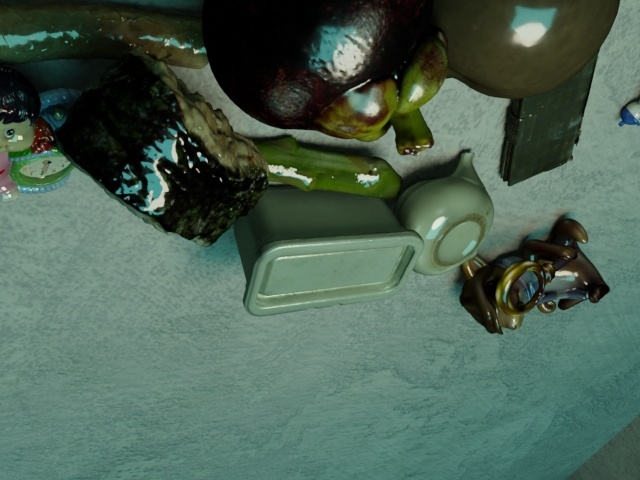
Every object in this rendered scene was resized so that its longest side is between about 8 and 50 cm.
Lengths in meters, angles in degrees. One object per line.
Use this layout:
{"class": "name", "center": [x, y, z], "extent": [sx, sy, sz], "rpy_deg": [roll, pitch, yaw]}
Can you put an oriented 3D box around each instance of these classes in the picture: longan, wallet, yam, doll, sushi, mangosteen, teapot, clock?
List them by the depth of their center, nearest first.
{"class": "mangosteen", "center": [0.018, -0.267, 0.814], "extent": [0.313, 0.297, 0.297], "rpy_deg": [6, 133, -18]}
{"class": "yam", "center": [-0.302, -0.252, 0.833], "extent": [0.357, 0.081, 0.081], "rpy_deg": [-3, 136, -24]}
{"class": "clock", "center": [-0.387, -0.138, 0.854], "extent": [0.194, 0.100, 0.195], "rpy_deg": [-14, 161, -37]}
{"class": "sushi", "center": [-0.186, -0.108, 0.868], "extent": [0.171, 0.211, 0.350], "rpy_deg": [-52, 165, -1]}
{"class": "longan", "center": [0.263, -0.318, 0.933], "extent": [0.300, 0.243, 0.300], "rpy_deg": [-6, 141, -5]}
{"class": "wallet", "center": [0.427, -0.242, 1.265], "extent": [0.169, 0.044, 0.317], "rpy_deg": [-23, 143, -9]}
{"class": "doll", "center": [0.658, -0.277, 1.344], "extent": [0.143, 0.057, 0.099], "rpy_deg": [-40, 155, 25]}
{"class": "teapot", "center": [0.242, -0.009, 1.344], "extent": [0.220, 0.149, 0.318], "rpy_deg": [-28, 141, -11]}
{"class": "doll", "center": [0.499, 0.106, 1.568], "extent": [0.340, 0.209, 0.318], "rpy_deg": [-15, 137, -9]}

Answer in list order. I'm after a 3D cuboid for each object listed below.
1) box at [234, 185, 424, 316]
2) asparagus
{"class": "box", "center": [0.000, 0.000, 1.197], "extent": [0.312, 0.182, 0.175], "rpy_deg": [-4, 137, -24]}
{"class": "asparagus", "center": [-0.020, -0.122, 1.131], "extent": [0.343, 0.085, 0.082], "rpy_deg": [5, 147, -25]}
